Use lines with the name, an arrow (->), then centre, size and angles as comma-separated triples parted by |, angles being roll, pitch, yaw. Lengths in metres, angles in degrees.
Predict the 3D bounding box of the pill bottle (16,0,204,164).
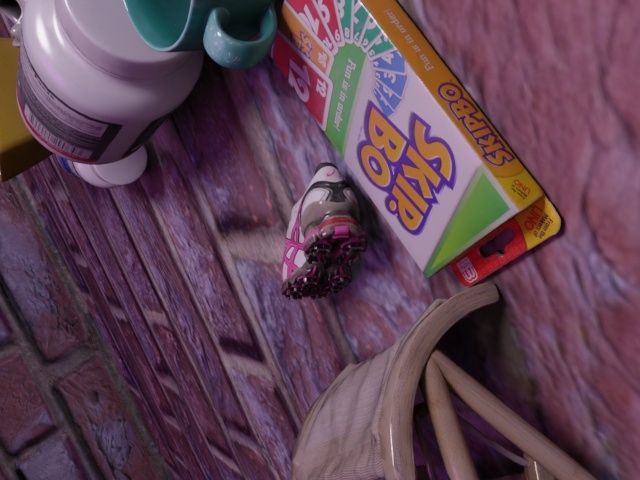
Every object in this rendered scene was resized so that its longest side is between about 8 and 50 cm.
pill bottle -> -0.231, -0.199, 0.651 | 0.318, 0.176, 0.176 | -11, 105, 61

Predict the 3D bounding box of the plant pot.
plant pot -> -0.563, -0.262, 1.131 | 0.212, 0.187, 0.212 | -20, 97, 61

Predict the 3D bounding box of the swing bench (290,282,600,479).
swing bench -> 0.093, 0.208, 0.492 | 0.255, 0.165, 0.253 | 55, 152, 13

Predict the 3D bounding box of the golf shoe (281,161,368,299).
golf shoe -> 0.000, 0.000, 0.581 | 0.186, 0.067, 0.086 | 118, 148, -59

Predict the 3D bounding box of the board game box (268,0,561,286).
board game box -> 0.054, -0.086, 0.437 | 0.259, 0.039, 0.124 | 54, 152, 9

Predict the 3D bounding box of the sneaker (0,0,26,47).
sneaker -> -0.475, -0.422, 0.913 | 0.099, 0.121, 0.263 | -14, 102, 60

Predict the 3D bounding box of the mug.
mug -> -0.088, -0.207, 0.474 | 0.129, 0.097, 0.158 | 0, 105, 51

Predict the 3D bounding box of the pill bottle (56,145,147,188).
pill bottle -> -0.356, -0.144, 0.974 | 0.186, 0.112, 0.112 | 19, 130, 51
